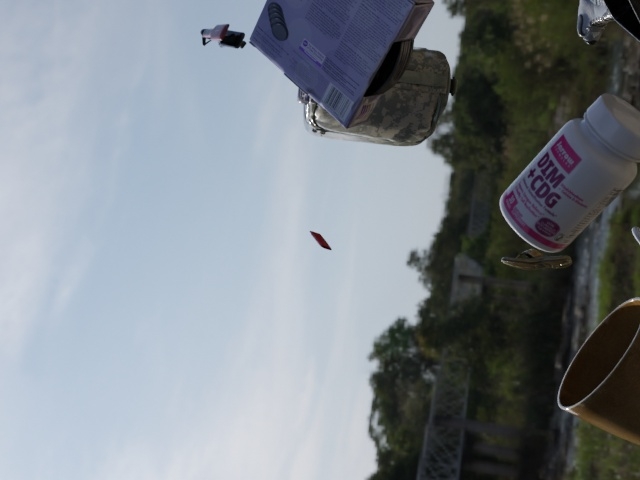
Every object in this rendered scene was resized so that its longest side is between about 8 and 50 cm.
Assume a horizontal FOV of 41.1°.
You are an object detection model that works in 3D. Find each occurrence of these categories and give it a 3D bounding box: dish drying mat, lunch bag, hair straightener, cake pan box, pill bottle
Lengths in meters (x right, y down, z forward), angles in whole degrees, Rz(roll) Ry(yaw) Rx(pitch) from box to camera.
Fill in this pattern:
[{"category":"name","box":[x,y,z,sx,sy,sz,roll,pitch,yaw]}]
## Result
[{"category":"dish drying mat","box":[0.000,0.000,2.024,0.008,0.032,0.083,-65,29,15]},{"category":"lunch bag","box":[0.107,-0.315,1.752,0.256,0.305,0.212,141,135,-84]},{"category":"hair straightener","box":[-0.218,-0.452,1.950,0.230,0.089,0.047,17,83,64]},{"category":"cake pan box","box":[0.029,-0.352,1.389,0.070,0.267,0.245,-24,-30,-47]},{"category":"pill bottle","box":[0.480,-0.124,1.590,0.283,0.160,0.160,-53,8,34]}]

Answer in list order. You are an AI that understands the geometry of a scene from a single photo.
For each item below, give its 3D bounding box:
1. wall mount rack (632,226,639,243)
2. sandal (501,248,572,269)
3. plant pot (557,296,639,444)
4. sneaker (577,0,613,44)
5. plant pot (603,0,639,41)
[{"category":"wall mount rack","box":[0.796,0.002,1.837,0.350,0.130,0.304,31,-149,-33]},{"category":"sandal","box":[0.570,0.046,2.253,0.072,0.180,0.049,37,-127,-60]},{"category":"plant pot","box":[0.587,0.269,1.483,0.237,0.254,0.237,-54,-3,-4]},{"category":"sneaker","box":[0.687,-0.528,2.056,0.228,0.086,0.132,-110,25,-61]},{"category":"plant pot","box":[0.653,-0.514,1.676,0.188,0.167,0.187,42,-162,-37]}]
